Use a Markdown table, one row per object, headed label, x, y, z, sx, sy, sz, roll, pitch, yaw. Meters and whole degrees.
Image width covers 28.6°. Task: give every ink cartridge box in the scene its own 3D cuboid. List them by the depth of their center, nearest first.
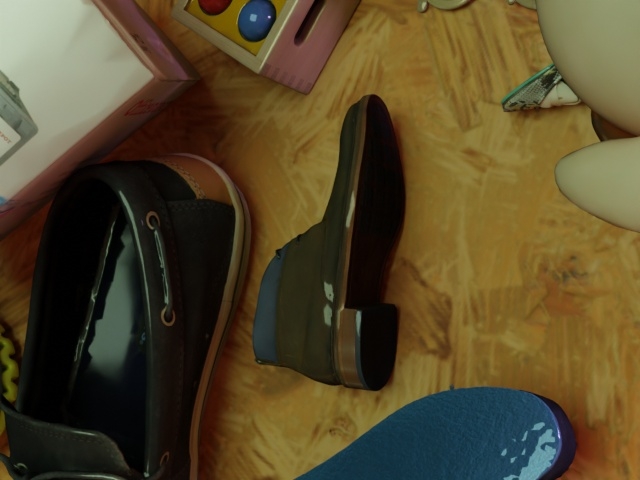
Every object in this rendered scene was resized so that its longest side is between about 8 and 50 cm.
| label | x | y | z | sx | sy | sz | roll | pitch | yaw |
| --- | --- | --- | --- | --- | --- | --- | --- | --- | --- |
| ink cartridge box | -0.262 | -0.079 | 0.990 | 0.306 | 0.226 | 0.131 | -40 | 95 | 6 |

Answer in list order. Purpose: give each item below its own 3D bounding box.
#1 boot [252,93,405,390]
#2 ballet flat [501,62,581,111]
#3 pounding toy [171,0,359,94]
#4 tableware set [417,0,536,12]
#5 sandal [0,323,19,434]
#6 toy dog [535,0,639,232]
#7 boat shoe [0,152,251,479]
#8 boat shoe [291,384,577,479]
| label | x | y | z | sx | sy | sz | roll | pitch | yaw |
| --- | --- | --- | --- | --- | --- | --- | --- | --- | --- |
| boot | 0.000 | 0.000 | 0.943 | 0.106 | 0.082 | 0.219 | 0 | 84 | 31 |
| ballet flat | 0.178 | -0.118 | 0.873 | 0.114 | 0.041 | 0.041 | -42 | 62 | 22 |
| pounding toy | -0.047 | -0.216 | 0.997 | 0.130 | 0.100 | 0.141 | 36 | 102 | 32 |
| tableware set | 0.134 | -0.237 | 0.932 | 0.168 | 0.020 | 0.141 | 5 | 84 | 35 |
| sandal | -0.384 | 0.061 | 1.152 | 0.126 | 0.138 | 0.317 | -38 | 65 | 20 |
| toy dog | 0.267 | -0.112 | 0.648 | 0.395 | 0.285 | 0.408 | -34 | 22 | -4 |
| boat shoe | -0.180 | 0.169 | 0.990 | 0.186 | 0.156 | 0.500 | 11 | 90 | 32 |
| boat shoe | 0.068 | 0.168 | 0.871 | 0.258 | 0.089 | 0.109 | -24 | 57 | 33 |
